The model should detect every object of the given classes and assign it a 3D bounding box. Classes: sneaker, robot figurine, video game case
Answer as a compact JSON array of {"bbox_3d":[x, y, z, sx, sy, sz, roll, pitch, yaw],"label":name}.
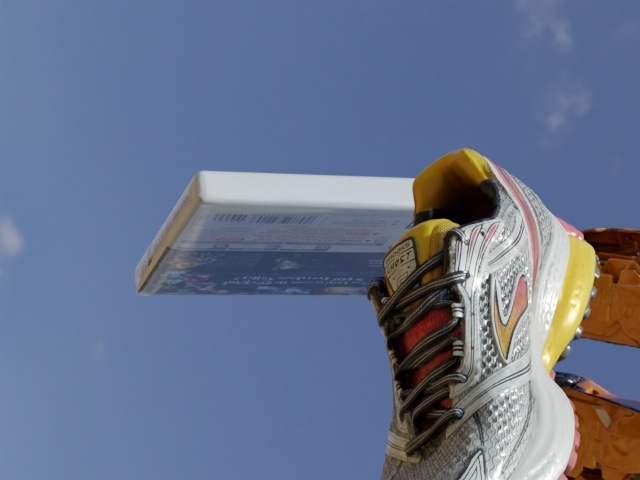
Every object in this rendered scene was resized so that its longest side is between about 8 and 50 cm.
[{"bbox_3d":[0.052,0.048,0.621,0.088,0.225,0.093,-31,-65,32],"label":"sneaker"},{"bbox_3d":[0.210,0.081,0.898,0.291,0.085,0.211,12,-81,60],"label":"robot figurine"},{"bbox_3d":[0.000,0.000,0.866,0.173,0.190,0.022,133,-45,-64],"label":"video game case"}]
